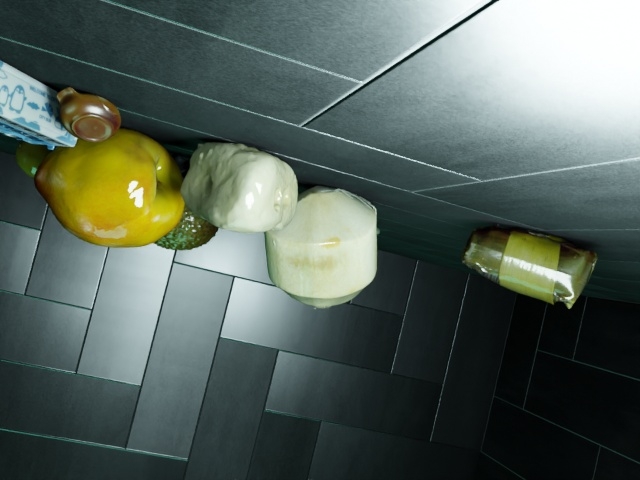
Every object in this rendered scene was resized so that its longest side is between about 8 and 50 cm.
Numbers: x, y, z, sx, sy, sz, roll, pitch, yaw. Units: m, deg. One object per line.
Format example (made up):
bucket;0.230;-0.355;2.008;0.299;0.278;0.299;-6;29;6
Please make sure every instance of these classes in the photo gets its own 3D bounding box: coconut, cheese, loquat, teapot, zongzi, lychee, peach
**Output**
coconut;0.000;0.000;1.803;0.323;0.323;0.323;14;177;1
cheese;-0.139;-0.101;1.459;0.251;0.174;0.248;16;-175;-24
loquat;-0.847;-0.255;2.111;0.141;0.141;0.141;14;177;1
teapot;-0.431;-0.237;1.302;0.098;0.078;0.129;-30;150;16
zongzi;0.513;0.051;1.725;0.289;0.154;0.317;21;-174;21
lychee;-0.439;-0.093;2.268;0.270;0.270;0.320;15;141;-20
peach;-0.481;-0.120;1.624;0.307;0.289;0.289;-9;169;22

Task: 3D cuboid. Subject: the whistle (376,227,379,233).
whistle;0.124;-0.045;2.338;0.114;0.077;0.235;35;-168;33

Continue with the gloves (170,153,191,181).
gloves;-0.298;-0.152;1.857;0.285;0.119;0.142;29;-175;-15

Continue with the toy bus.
toy bus;-0.568;-0.253;1.278;0.131;0.106;0.297;9;174;17
